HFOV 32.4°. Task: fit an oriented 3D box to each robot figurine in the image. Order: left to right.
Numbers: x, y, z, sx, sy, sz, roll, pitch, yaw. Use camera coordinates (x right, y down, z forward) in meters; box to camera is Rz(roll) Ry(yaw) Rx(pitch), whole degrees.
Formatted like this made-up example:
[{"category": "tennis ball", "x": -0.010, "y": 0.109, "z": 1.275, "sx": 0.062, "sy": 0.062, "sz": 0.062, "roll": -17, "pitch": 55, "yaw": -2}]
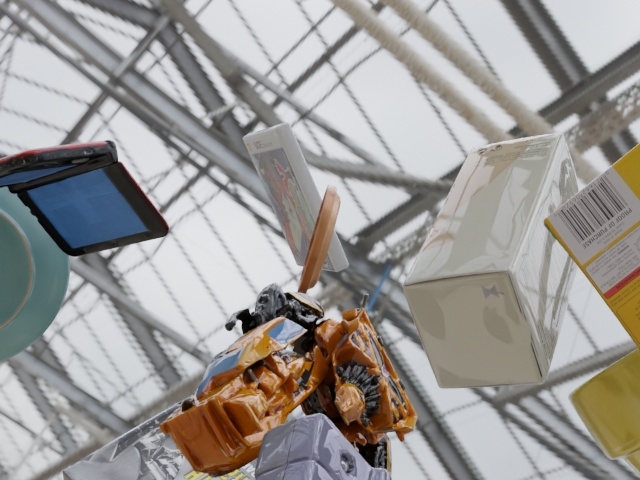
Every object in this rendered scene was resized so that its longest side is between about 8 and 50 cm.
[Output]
[{"category": "robot figurine", "x": -0.005, "y": 0.140, "z": 0.829, "sx": 0.085, "sy": 0.291, "sz": 0.211, "roll": -25, "pitch": -86, "yaw": 23}]

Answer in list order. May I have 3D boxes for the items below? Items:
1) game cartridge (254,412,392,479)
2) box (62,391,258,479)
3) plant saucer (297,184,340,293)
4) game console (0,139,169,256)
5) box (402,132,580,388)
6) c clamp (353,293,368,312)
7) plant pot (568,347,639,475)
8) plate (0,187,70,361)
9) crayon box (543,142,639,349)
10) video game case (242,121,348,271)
[{"category": "game cartridge", "x": 0.066, "y": 0.295, "z": 0.637, "sx": 0.068, "sy": 0.230, "sz": 0.355, "roll": -25, "pitch": -59, "yaw": 23}, {"category": "box", "x": -0.114, "y": 0.263, "z": 1.089, "sx": 0.231, "sy": 0.183, "sz": 0.056, "roll": 33, "pitch": -44, "yaw": 36}, {"category": "plant saucer", "x": 0.000, "y": 0.000, "z": 0.822, "sx": 0.013, "sy": 0.083, "sz": 0.083, "roll": 16, "pitch": -38, "yaw": -1}, {"category": "game console", "x": -0.218, "y": -0.025, "z": 0.886, "sx": 0.144, "sy": 0.124, "sz": 0.085, "roll": -12, "pitch": -88, "yaw": 41}, {"category": "box", "x": 0.207, "y": 0.016, "z": 1.234, "sx": 0.121, "sy": 0.311, "sz": 0.148, "roll": -8, "pitch": -64, "yaw": 27}, {"category": "c clamp", "x": 0.041, "y": 0.127, "z": 1.409, "sx": 0.022, "sy": 0.137, "sz": 0.160, "roll": 18, "pitch": 3, "yaw": -1}, {"category": "plant pot", "x": 0.424, "y": 0.195, "z": 1.127, "sx": 0.239, "sy": 0.254, "sz": 0.254, "roll": 59, "pitch": -36, "yaw": 14}, {"category": "plate", "x": -0.318, "y": 0.024, "z": 0.973, "sx": 0.188, "sy": 0.188, "sz": 0.024, "roll": 38, "pitch": 2, "yaw": -12}, {"category": "crayon box", "x": 0.299, "y": -0.029, "z": 0.675, "sx": 0.278, "sy": 0.165, "sz": 0.081, "roll": -41, "pitch": -32, "yaw": 17}, {"category": "video game case", "x": -0.037, "y": -0.055, "z": 1.473, "sx": 0.201, "sy": 0.023, "sz": 0.183, "roll": 66, "pitch": -15, "yaw": -8}]
